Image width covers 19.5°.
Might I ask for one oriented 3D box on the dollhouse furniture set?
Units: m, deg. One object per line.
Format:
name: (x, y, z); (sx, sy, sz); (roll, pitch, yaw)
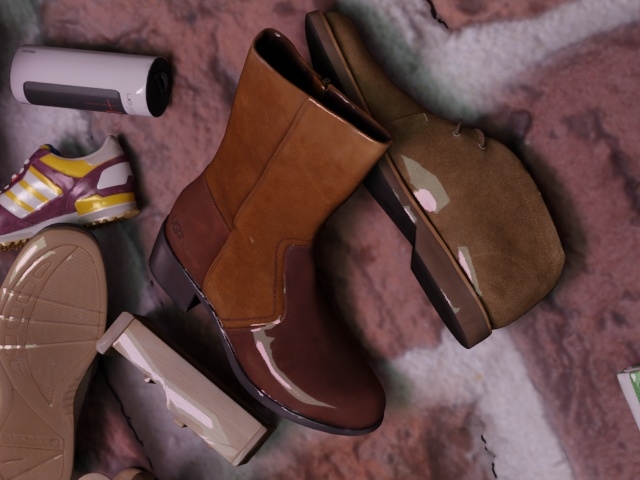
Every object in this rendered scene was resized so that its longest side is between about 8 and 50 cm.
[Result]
dollhouse furniture set: (-0.181, 0.206, 1.641); (0.161, 0.212, 0.242); (40, 88, 6)

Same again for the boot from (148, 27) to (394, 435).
boot: (0.000, 0.000, 1.540); (0.264, 0.096, 0.280); (48, 134, 17)

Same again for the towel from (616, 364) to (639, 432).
towel: (0.427, 0.165, 1.479); (0.325, 0.038, 0.248); (-18, 98, 23)

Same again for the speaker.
speaker: (-0.201, -0.141, 1.635); (0.136, 0.055, 0.055); (8, 107, 19)

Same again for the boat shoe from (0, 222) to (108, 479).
boat shoe: (-0.249, 0.101, 1.684); (0.103, 0.092, 0.285); (5, 118, -7)

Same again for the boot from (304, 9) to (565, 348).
boot: (0.090, -0.069, 1.533); (0.115, 0.112, 0.305); (-30, 86, -5)

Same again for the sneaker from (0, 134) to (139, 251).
sneaker: (-0.257, -0.041, 1.671); (0.185, 0.069, 0.084); (-12, 87, 6)
